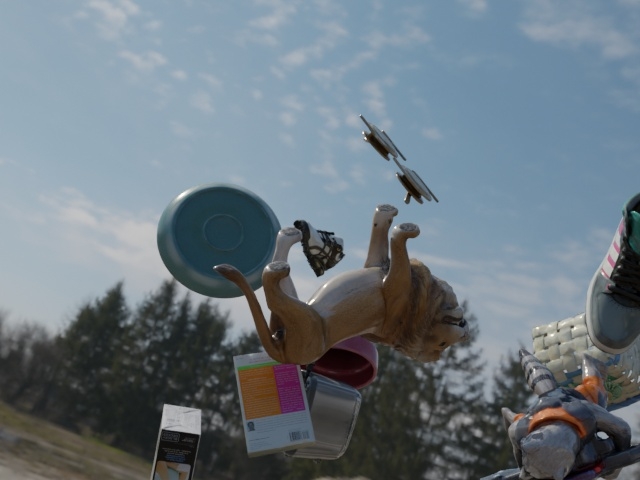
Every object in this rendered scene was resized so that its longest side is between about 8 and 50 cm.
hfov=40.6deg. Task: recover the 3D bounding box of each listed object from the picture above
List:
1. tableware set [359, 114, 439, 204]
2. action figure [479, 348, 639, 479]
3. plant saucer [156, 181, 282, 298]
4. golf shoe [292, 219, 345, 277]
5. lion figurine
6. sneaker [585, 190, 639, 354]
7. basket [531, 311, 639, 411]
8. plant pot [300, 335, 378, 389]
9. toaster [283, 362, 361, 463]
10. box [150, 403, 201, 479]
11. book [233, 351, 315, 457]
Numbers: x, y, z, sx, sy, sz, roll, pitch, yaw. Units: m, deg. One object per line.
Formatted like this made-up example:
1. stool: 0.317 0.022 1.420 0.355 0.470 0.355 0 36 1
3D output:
1. tableware set: 0.133 -0.137 1.587 0.194 0.039 0.128 55 15 21
2. action figure: 0.321 0.292 1.323 0.341 0.178 0.330 -25 0 12
3. plant saucer: -0.241 -0.012 2.127 0.318 0.317 0.043 21 -29 -5
4. golf shoe: 0.000 0.000 1.899 0.094 0.077 0.198 -26 -30 -1
5. lion figurine: 0.035 0.095 1.222 0.392 0.240 0.142 -11 28 -25
6. sneaker: 0.524 0.032 1.401 0.124 0.295 0.178 19 -17 13
7. basket: 0.594 0.275 1.843 0.289 0.201 0.255 28 -40 -37
8. plant pot: 0.045 0.244 2.134 0.201 0.180 0.201 4 -40 4
9. toaster: -0.005 0.392 1.970 0.146 0.227 0.129 19 -3 -27
10. box: -0.334 0.532 1.922 0.087 0.290 0.169 11 5 -9
11. book: -0.067 0.230 1.240 0.096 0.144 0.035 -8 -31 -7
